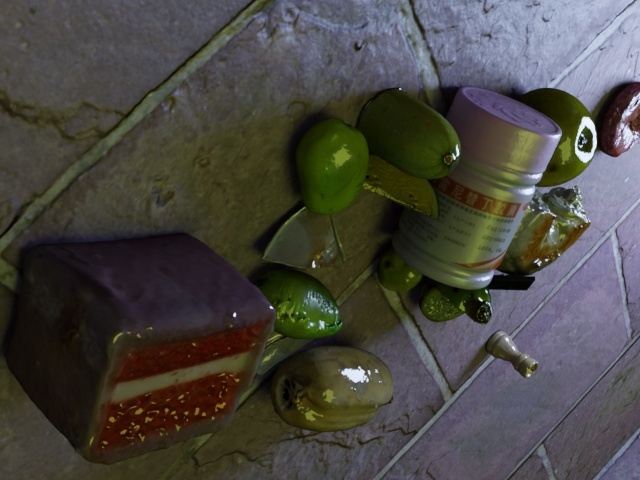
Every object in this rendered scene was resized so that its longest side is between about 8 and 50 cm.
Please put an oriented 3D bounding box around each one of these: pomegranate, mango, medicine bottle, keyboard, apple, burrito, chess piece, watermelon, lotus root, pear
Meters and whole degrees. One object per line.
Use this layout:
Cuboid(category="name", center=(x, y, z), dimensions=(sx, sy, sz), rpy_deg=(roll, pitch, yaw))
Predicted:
Cuboid(category="pomegranate", center=(0.285, 0.107, 1.990), dimensions=(0.143, 0.169, 0.122), rpy_deg=(37, 66, -28))
Cuboid(category="mango", center=(-0.040, 0.114, 1.669), dimensions=(0.178, 0.119, 0.100), rpy_deg=(26, 141, -36))
Cuboid(category="medicine bottle", center=(0.274, -0.093, 1.764), dimensions=(0.202, 0.202, 0.316), rpy_deg=(-3, 122, -46))
Cuboid(category="keyboard", center=(0.403, 0.101, 2.112), dimensions=(0.381, 0.103, 0.041), rpy_deg=(59, 33, -75))
Cuboid(category="mango", center=(0.020, -0.118, 1.558), dimensions=(0.117, 0.089, 0.163), rpy_deg=(-22, 136, -16))
Cuboid(category="apple", center=(0.435, -0.193, 1.877), dimensions=(0.196, 0.157, 0.196), rpy_deg=(-15, 110, -47))
Cuboid(category="burrito", center=(-0.062, 0.165, 1.745), dimensions=(0.226, 0.060, 0.087), rpy_deg=(-34, 140, -22))
Cuboid(category="chess piece", center=(0.458, 0.273, 2.347), dimensions=(0.066, 0.122, 0.066), rpy_deg=(-28, 138, -28))
Cuboid(category="watermelon", center=(0.124, -0.104, 1.678), dimensions=(0.181, 0.092, 0.075), rpy_deg=(22, 97, -18))
Cuboid(category="lotus root", center=(0.039, 0.280, 1.885), dimensions=(0.169, 0.151, 0.342), rpy_deg=(-47, 151, 21))
Cuboid(category="pear", center=(0.155, 0.054, 1.863), dimensions=(0.097, 0.092, 0.092), rpy_deg=(3, 118, -48))

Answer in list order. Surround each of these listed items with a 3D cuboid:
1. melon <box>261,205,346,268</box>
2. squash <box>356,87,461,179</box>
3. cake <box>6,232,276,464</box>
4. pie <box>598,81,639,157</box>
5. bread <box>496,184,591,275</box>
Cuboid(category="melon", center=(-0.002, -0.005, 1.642), dimensions=(0.202, 0.093, 0.139), rpy_deg=(1, 110, -54))
Cuboid(category="squash", center=(0.155, -0.165, 1.593), dimensions=(0.123, 0.186, 0.123), rpy_deg=(-22, 129, -29))
Cuboid(category="cake", center=(-0.248, 0.136, 1.378), dimensions=(0.309, 0.230, 0.237), rpy_deg=(-5, 126, -45))
Cuboid(category="pie", center=(0.674, -0.267, 2.172), dimensions=(0.182, 0.049, 0.182), rpy_deg=(-33, 141, -31))
Cuboid(category="bread", center=(0.409, -0.027, 1.993), dimensions=(0.314, 0.171, 0.192), rpy_deg=(-4, 128, -48))
